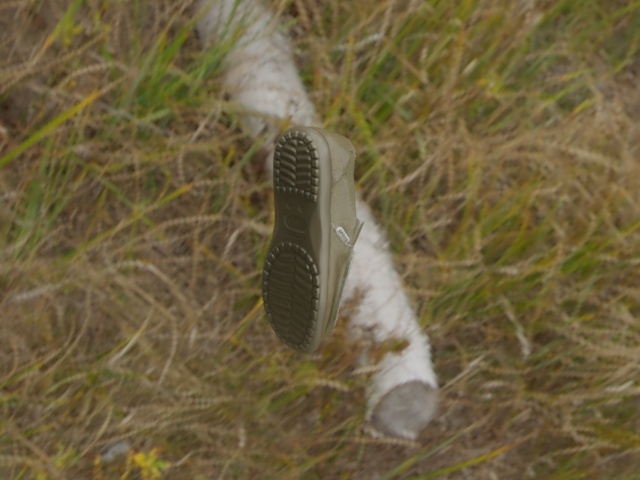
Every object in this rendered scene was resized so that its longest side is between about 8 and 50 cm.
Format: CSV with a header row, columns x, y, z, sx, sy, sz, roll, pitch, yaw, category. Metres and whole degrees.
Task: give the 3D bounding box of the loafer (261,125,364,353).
x,y,z,sx,sy,sz,roll,pitch,yaw,category
0.000,0.000,0.844,0.050,0.148,0.056,-17,33,-41,loafer
